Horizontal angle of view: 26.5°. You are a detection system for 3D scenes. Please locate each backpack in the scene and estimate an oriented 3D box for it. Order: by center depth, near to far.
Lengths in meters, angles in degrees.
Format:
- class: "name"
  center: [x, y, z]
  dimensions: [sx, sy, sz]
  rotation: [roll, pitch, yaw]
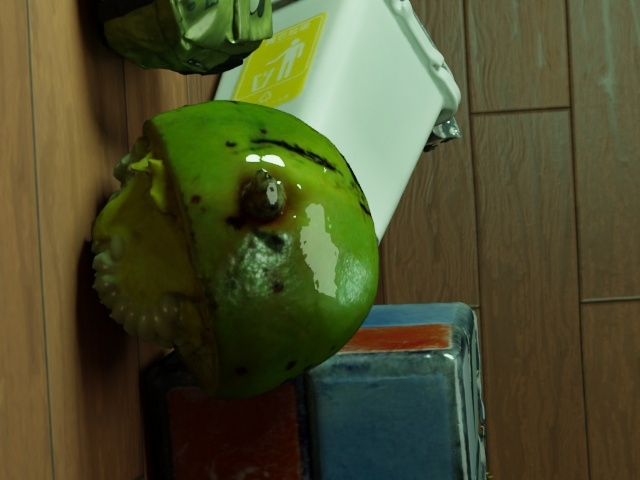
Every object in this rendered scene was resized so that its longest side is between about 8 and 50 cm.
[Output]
- class: "backpack"
  center: [-0.133, -0.252, 1.255]
  dimensions: [0.253, 0.140, 0.207]
  rotation: [-40, 127, -71]

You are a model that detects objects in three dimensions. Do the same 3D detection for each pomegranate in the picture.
- class: "pomegranate"
  center: [-0.077, 0.011, 1.216]
  dimensions: [0.341, 0.260, 0.260]
  rotation: [119, -30, -81]

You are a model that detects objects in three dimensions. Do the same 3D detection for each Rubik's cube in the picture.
- class: "Rubik's cube"
  center: [0.014, 0.244, 1.436]
  dimensions: [0.313, 0.318, 0.316]
  rotation: [-44, 129, -79]

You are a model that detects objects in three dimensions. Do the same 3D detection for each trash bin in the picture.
- class: "trash bin"
  center: [0.008, -0.125, 1.636]
  dimensions: [0.296, 0.256, 0.368]
  rotation: [56, 32, -29]

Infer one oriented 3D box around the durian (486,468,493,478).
- class: "durian"
  center: [0.115, 0.406, 1.990]
  dimensions: [0.347, 0.384, 0.347]
  rotation: [-32, 136, -36]
